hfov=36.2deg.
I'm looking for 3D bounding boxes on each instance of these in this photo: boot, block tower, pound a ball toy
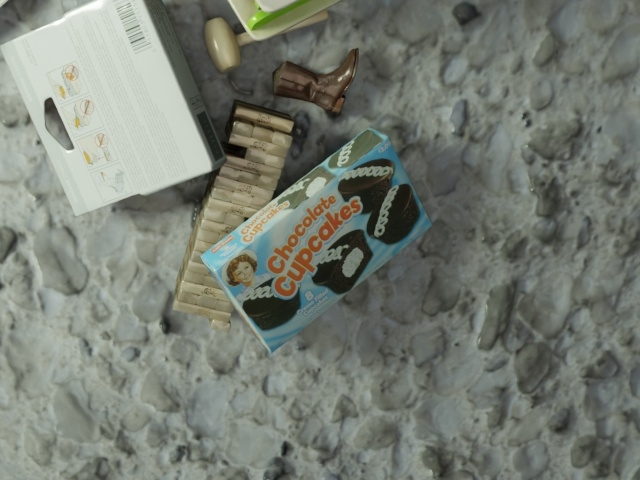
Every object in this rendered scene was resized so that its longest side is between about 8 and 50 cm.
[{"bbox_3d":[-0.009,-0.251,1.451,0.114,0.037,0.106,18,102,-10],"label":"boot"},{"bbox_3d":[-0.136,-0.035,1.471,0.097,0.091,0.335,15,105,-13],"label":"block tower"},{"bbox_3d":[-0.026,-0.381,1.352,0.319,0.208,0.135,-30,89,-12],"label":"pound a ball toy"}]

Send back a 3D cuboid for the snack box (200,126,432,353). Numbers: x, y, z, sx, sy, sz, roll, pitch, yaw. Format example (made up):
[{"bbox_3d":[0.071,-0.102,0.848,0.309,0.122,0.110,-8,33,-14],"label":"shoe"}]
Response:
[{"bbox_3d":[0.000,0.000,1.461,0.322,0.060,0.187,-38,126,-10],"label":"snack box"}]

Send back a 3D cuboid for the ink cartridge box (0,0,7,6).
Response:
[{"bbox_3d":[-0.556,-0.347,1.319,0.208,0.045,0.206,-38,110,6],"label":"ink cartridge box"}]

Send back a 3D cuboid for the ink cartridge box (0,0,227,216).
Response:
[{"bbox_3d":[-0.292,-0.194,1.388,0.239,0.060,0.275,-17,102,23],"label":"ink cartridge box"}]
